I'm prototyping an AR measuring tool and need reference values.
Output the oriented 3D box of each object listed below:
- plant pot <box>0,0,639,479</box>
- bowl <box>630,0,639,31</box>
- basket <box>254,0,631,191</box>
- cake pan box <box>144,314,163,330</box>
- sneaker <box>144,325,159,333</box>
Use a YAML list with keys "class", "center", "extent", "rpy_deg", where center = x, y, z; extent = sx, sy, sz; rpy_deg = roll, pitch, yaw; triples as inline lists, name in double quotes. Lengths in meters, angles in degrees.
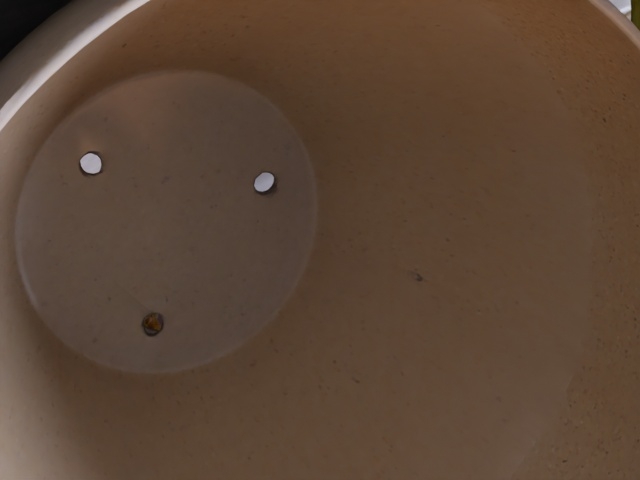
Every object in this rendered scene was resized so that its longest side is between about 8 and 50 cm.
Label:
- class: "plant pot"
  center: [-0.028, 0.020, 0.486]
  extent: [0.284, 0.284, 0.191]
  rpy_deg: [-26, -153, -16]
- class: "bowl"
  center: [0.223, -0.151, 0.484]
  extent: [0.289, 0.156, 0.289]
  rpy_deg: [-28, 173, -3]
- class: "basket"
  center: [0.145, 0.055, 0.852]
  extent: [0.331, 0.266, 0.328]
  rpy_deg: [-32, 155, -6]
- class: "cake pan box"
  center: [0.000, 0.000, 1.071]
  extent: [0.266, 0.070, 0.246]
  rpy_deg: [-25, 175, -29]
- class: "sneaker"
  center: [-0.127, 0.103, 1.005]
  extent: [0.094, 0.208, 0.081]
  rpy_deg: [-18, -132, 62]
